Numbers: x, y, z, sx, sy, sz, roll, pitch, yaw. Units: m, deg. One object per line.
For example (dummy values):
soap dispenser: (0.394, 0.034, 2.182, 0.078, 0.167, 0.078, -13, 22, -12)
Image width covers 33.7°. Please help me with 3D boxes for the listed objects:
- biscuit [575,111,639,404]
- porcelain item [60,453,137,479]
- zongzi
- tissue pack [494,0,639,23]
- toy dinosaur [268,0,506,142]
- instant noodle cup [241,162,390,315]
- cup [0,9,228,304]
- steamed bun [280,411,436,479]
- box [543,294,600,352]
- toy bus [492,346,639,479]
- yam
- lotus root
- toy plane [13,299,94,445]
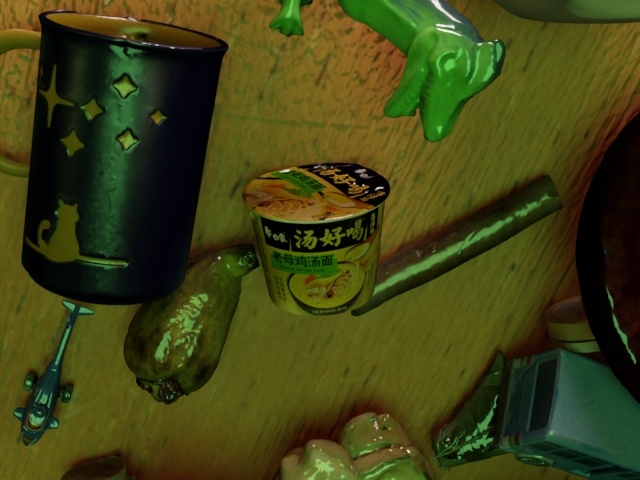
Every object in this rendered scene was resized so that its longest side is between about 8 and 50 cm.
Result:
biscuit: (0.456, 0.024, 1.112, 0.407, 0.091, 0.407, 1, 84, -13)
porcelain item: (-0.228, 0.350, 1.205, 0.084, 0.054, 0.213, -12, 111, 3)
zongzi: (0.169, 0.195, 1.210, 0.109, 0.055, 0.119, -14, 96, -1)
tissue pack: (0.255, -0.369, 0.968, 0.229, 0.236, 0.333, -3, 107, -15)
toy dinosaur: (0.089, -0.382, 0.911, 0.374, 0.144, 0.500, 36, 109, 7)
instant noodle cup: (0.000, 0.000, 1.090, 0.151, 0.151, 0.122, -7, 114, -4)
cup: (-0.224, -0.094, 1.052, 0.178, 0.255, 0.256, -5, 114, -44)
steamed bun: (0.035, 0.277, 1.192, 0.177, 0.106, 0.192, -32, 115, -1)
box: (0.299, 0.088, 1.163, 0.105, 0.105, 0.037, -15, 102, -2)
toy bus: (0.322, 0.207, 1.164, 0.234, 0.133, 0.116, 20, 66, -16)
yam: (0.142, 0.008, 1.154, 0.264, 0.046, 0.046, -29, 107, 1)
lotus root: (-0.134, 0.077, 1.125, 0.108, 0.094, 0.191, 30, 90, -53)
toy plane: (-0.288, 0.145, 1.140, 0.054, 0.062, 0.167, 20, 93, -11)
